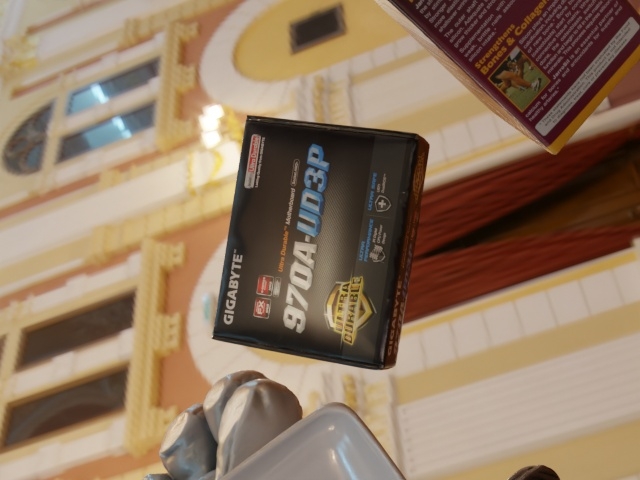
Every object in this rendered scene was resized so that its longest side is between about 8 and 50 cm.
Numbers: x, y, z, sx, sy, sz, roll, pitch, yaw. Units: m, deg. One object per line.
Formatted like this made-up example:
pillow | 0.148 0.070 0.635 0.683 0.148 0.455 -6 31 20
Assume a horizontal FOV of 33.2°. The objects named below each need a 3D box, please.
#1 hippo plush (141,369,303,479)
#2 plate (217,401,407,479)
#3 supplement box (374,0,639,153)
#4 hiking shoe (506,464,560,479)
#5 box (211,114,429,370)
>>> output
hippo plush | -0.033 0.281 1.066 0.236 0.234 0.294 34 179 -21
plate | -0.018 0.272 0.719 0.278 0.277 0.045 52 -171 -13
supplement box | 0.111 -0.154 0.679 0.188 0.104 0.081 35 -172 -36
hiking shoe | 0.132 0.293 0.998 0.086 0.227 0.114 49 162 -24
box | 0.000 0.000 1.018 0.051 0.175 0.220 12 -93 -70
